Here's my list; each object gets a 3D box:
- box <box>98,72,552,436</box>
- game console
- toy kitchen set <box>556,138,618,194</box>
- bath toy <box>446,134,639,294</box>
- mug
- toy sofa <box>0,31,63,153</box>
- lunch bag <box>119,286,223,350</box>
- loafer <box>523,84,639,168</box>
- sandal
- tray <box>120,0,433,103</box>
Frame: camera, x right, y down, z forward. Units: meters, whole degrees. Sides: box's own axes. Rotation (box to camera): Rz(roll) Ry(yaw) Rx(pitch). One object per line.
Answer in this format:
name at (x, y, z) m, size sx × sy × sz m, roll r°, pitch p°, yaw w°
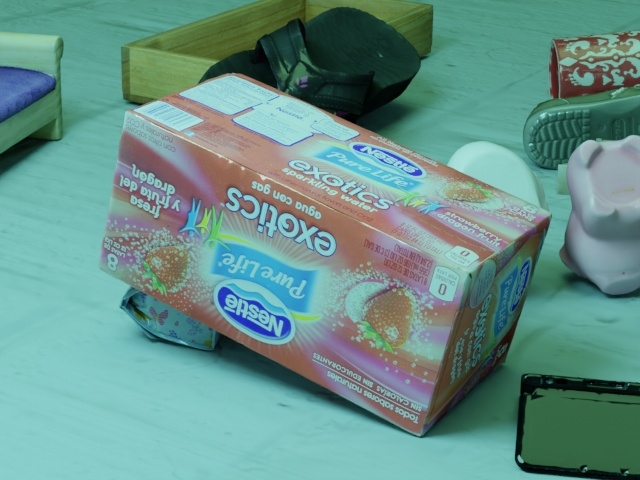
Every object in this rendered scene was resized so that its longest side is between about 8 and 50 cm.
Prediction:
box at (0.000, 0.000, 1.225) m, size 0.300 × 0.142 × 0.154 m, roll 25°, pitch 29°, yaw 21°
game console at (0.201, 0.135, 1.147) m, size 0.122 × 0.071 × 0.107 m, roll 5°, pitch -9°, yaw 8°
toy kitchen set at (0.262, -0.064, 1.564) m, size 0.068 × 0.083 × 0.075 m, roll 3°, pitch 21°, yaw 4°
bath toy at (0.268, -0.020, 1.400) m, size 0.348 × 0.151 × 0.129 m, roll -3°, pitch -17°, yaw -5°
mug at (0.355, -0.189, 1.863) m, size 0.169 × 0.113 × 0.150 m, roll -2°, pitch 19°, yaw 0°
toy sofa at (-0.394, -0.144, 1.612) m, size 0.150 × 0.177 × 0.362 m, roll 6°, pitch 21°, yaw 14°
lunch bag at (-0.112, 0.049, 1.298) m, size 0.083 × 0.053 × 0.071 m, roll 15°, pitch 25°, yaw 8°
loafer at (0.337, -0.132, 1.730) m, size 0.251 × 0.094 × 0.087 m, roll -1°, pitch 25°, yaw -4°
sandal at (-0.005, -0.184, 1.727) m, size 0.167 × 0.107 × 0.446 m, roll 34°, pitch 32°, yaw 4°
tray at (-0.043, -0.236, 2.012) m, size 0.203 × 0.076 × 0.411 m, roll 13°, pitch 23°, yaw 28°
